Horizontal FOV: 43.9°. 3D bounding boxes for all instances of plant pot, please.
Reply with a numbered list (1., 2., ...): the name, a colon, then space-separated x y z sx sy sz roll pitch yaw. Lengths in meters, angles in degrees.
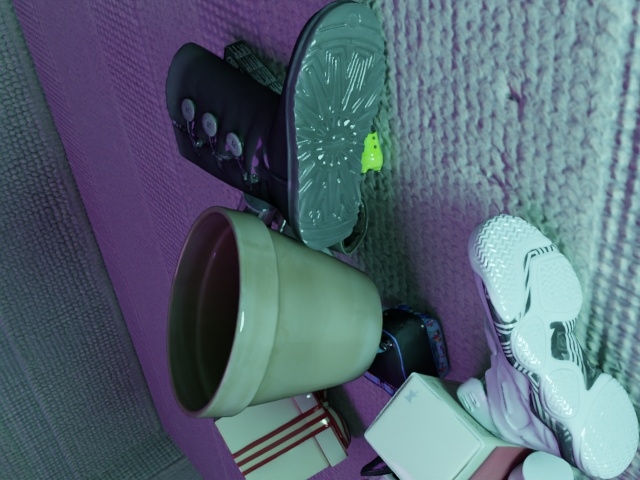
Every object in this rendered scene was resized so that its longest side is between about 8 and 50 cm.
1. plant pot: -0.066 0.123 1.277 0.323 0.280 0.324 -24 63 58

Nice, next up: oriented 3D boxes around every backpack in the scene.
1. backpack: 0.119 0.182 1.370 0.173 0.116 0.158 19 133 54

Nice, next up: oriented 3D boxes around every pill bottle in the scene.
1. pill bottle: 0.333 0.403 1.222 0.103 0.103 0.184 42 148 34

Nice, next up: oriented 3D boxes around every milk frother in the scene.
1. milk frother: -0.103 -0.038 1.599 0.143 0.129 0.135 16 152 -7

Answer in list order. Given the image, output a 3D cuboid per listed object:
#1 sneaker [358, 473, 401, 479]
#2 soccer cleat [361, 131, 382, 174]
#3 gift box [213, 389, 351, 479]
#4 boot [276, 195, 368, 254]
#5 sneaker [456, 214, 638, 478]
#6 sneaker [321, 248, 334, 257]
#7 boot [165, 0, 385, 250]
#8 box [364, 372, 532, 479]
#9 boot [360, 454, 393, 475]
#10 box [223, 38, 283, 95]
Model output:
1. sneaker: 0.153 0.523 1.692 0.292 0.110 0.118 -20 90 56
2. soccer cleat: 0.037 -0.148 1.262 0.178 0.060 0.072 15 114 54
3. gift box: -0.091 0.418 1.854 0.255 0.258 0.276 62 174 -7
4. boot: -0.002 0.001 1.408 0.208 0.076 0.190 17 102 51
5. sneaker: 0.255 0.144 1.056 0.366 0.137 0.210 61 152 -8
6. sneaker: -0.025 0.115 1.531 0.296 0.146 0.104 60 156 4
7. boot: -0.098 -0.237 1.269 0.445 0.146 0.367 39 128 47
8. box: 0.199 0.303 1.200 0.148 0.127 0.232 44 -168 34
9. boot: 0.126 0.426 1.620 0.121 0.045 0.099 -26 61 40
10. box: -0.116 -0.237 1.453 0.191 0.045 0.184 51 154 18
